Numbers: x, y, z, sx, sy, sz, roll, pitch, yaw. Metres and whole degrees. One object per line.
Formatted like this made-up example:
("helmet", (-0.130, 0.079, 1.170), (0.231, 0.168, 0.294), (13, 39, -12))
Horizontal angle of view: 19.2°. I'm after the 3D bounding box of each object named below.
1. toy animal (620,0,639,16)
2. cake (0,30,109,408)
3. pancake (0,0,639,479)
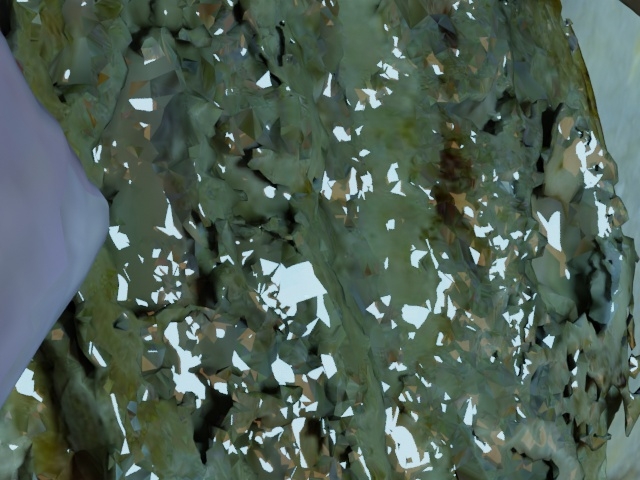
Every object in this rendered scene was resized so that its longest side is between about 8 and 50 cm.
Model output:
("toy animal", (0.171, -0.241, 0.825), (0.269, 0.326, 0.237), (-48, -172, 15))
("cake", (-0.215, -0.026, 0.276), (0.230, 0.237, 0.309), (-60, 142, -28))
("pancake", (0.001, 0.000, 0.694), (0.382, 0.071, 0.382), (16, 68, -44))
